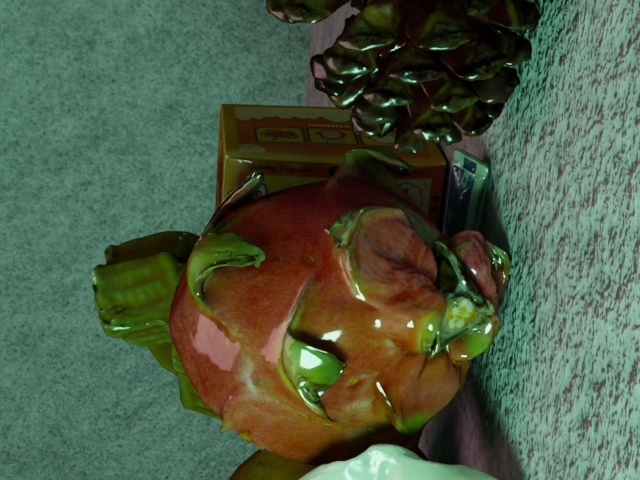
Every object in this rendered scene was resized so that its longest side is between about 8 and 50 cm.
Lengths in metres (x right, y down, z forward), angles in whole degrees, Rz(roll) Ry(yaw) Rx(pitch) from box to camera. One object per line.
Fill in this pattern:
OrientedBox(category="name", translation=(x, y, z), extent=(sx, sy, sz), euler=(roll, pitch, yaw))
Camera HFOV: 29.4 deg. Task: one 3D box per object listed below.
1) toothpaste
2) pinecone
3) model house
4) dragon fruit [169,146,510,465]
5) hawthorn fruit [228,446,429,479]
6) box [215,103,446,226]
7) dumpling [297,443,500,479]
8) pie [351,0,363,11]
OrientedBox(category="toothpaste", translation=(0.141, 0.006, 1.232), extent=(0.057, 0.034, 0.197), euler=(37, 130, 51))
OrientedBox(category="pinecone", translation=(0.072, -0.204, 1.035), extent=(0.246, 0.246, 0.292), euler=(-96, -5, -50))
OrientedBox(category="model house", translation=(-0.123, 0.108, 1.288), extent=(0.239, 0.268, 0.173), euler=(-92, 19, -76))
OrientedBox(category="dragon fruit", translation=(0.028, 0.046, 1.132), extent=(0.226, 0.305, 0.305), euler=(-54, 29, 40))
OrientedBox(category="hawthorn fruit", translation=(-0.011, 0.332, 1.340), extent=(0.277, 0.298, 0.277), euler=(168, 90, -81))
OrientedBox(category="box", translation=(0.000, 0.000, 1.489), extent=(0.214, 0.259, 0.284), euler=(-107, 20, -66))
OrientedBox(category="dumpling", translation=(0.052, 0.324, 1.079), extent=(0.187, 0.242, 0.318), euler=(-45, -21, -54))
OrientedBox(category="pie", translation=(0.095, -0.450, 1.591), extent=(0.339, 0.077, 0.339), euler=(-175, 90, -81))
